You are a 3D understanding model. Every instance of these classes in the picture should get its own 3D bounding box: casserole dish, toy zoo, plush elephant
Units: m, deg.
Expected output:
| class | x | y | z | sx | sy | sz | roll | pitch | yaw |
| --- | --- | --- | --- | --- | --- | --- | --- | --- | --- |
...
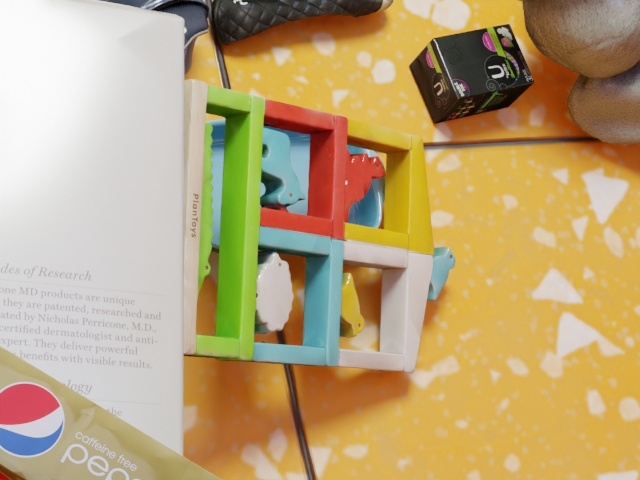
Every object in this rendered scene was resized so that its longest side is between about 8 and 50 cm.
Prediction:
| class | x | y | z | sx | sy | sz | roll | pitch | yaw |
| --- | --- | --- | --- | --- | --- | --- | --- | --- | --- |
| casserole dish | -0.037 | -0.041 | 1.153 | 0.188 | 0.037 | 0.114 | -5 | 72 | -24 |
| toy zoo | 0.000 | 0.000 | 1.083 | 0.293 | 0.030 | 0.192 | 8 | 81 | -46 |
| plush elephant | 0.277 | -0.242 | 1.266 | 0.255 | 0.272 | 0.330 | -23 | 35 | 6 |

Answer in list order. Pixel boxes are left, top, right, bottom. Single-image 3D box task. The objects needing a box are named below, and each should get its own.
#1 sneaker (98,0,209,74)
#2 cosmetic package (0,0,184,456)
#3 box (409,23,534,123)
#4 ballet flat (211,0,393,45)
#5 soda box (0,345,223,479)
| class | x | y | z | sx | sy | sz | roll | pitch | yaw |
| --- | --- | --- | --- | --- | --- | --- | --- | --- | --- |
| sneaker | -0.192 | -0.175 | 1.113 | 0.226 | 0.086 | 0.163 | -22 | 76 | -30 |
| cosmetic package | -0.188 | 0.050 | 0.951 | 0.156 | 0.217 | 0.385 | 5 | 66 | -21 |
| box | 0.132 | -0.146 | 1.258 | 0.083 | 0.052 | 0.062 | -14 | 74 | -26 |
| ballet flat | -0.016 | -0.200 | 1.230 | 0.173 | 0.049 | 0.057 | -9 | 28 | -26 |
| soda box | -0.142 | 0.120 | 0.785 | 0.181 | 0.061 | 0.058 | 32 | 60 | -8 |
